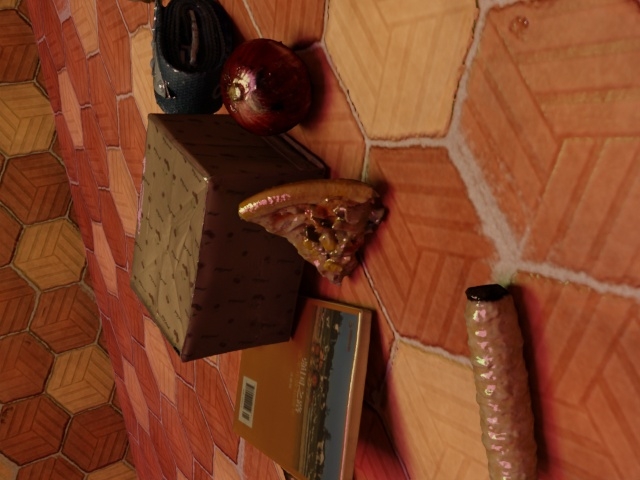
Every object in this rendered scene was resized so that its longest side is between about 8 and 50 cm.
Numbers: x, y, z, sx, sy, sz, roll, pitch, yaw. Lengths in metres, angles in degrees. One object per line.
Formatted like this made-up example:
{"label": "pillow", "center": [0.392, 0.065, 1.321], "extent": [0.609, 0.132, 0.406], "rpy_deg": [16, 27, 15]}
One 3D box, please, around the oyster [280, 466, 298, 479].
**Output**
{"label": "oyster", "center": [-0.039, 0.337, 1.198], "extent": [0.294, 0.094, 0.166], "rpy_deg": [-125, 24, -44]}

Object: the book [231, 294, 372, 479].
{"label": "book", "center": [-0.043, 0.213, 1.100], "extent": [0.374, 0.028, 0.262], "rpy_deg": [5, 86, 61]}

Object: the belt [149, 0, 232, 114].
{"label": "belt", "center": [-0.201, -0.274, 1.114], "extent": [0.128, 0.122, 0.218], "rpy_deg": [107, 160, -45]}

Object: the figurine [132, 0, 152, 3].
{"label": "figurine", "center": [-0.330, -0.505, 1.274], "extent": [0.271, 0.144, 0.143], "rpy_deg": [177, 78, -87]}

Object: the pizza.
{"label": "pizza", "center": [0.000, 0.000, 0.914], "extent": [0.195, 0.185, 0.052], "rpy_deg": [65, -155, -47]}

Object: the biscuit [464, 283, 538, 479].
{"label": "biscuit", "center": [0.181, 0.148, 0.719], "extent": [0.061, 0.055, 0.219], "rpy_deg": [-59, -40, -78]}

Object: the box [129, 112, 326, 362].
{"label": "box", "center": [-0.145, -0.012, 1.052], "extent": [0.225, 0.191, 0.296], "rpy_deg": [43, 131, 44]}

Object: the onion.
{"label": "onion", "center": [-0.070, -0.201, 0.941], "extent": [0.131, 0.131, 0.131], "rpy_deg": [37, 135, 49]}
